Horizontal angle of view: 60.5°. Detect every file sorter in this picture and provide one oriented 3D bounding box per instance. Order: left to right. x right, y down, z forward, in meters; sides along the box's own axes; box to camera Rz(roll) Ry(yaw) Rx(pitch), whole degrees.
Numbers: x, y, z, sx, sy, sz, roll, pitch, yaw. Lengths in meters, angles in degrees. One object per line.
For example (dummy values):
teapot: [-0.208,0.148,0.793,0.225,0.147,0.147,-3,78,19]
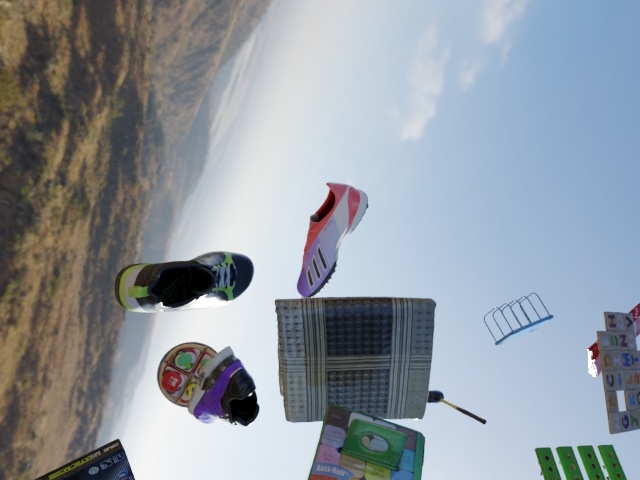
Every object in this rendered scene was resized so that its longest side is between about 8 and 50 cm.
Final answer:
file sorter: [0.641,0.255,1.798,0.104,0.170,0.118,64,-24,23]

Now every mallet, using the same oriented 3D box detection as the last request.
mallet: [0.377,0.472,1.554,0.190,0.062,0.039,17,-89,52]

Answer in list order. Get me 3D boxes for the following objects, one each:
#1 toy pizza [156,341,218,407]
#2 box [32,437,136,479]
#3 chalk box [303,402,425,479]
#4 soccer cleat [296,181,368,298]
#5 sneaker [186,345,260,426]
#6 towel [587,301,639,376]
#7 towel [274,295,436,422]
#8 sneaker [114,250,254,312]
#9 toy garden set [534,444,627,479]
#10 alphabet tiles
toy pizza: [-0.381,0.399,1.620,0.032,0.201,0.201,-157,-92,-81]
box: [-0.504,0.555,1.207,0.045,0.184,0.190,28,-48,48]
chalk box: [0.062,0.410,0.911,0.179,0.180,0.288,-67,172,-54]
soccer cleat: [0.000,0.000,1.384,0.318,0.116,0.108,-62,-150,14]
sneaker: [-0.210,0.371,1.238,0.102,0.146,0.293,-36,159,-38]
towel: [0.774,0.225,1.370,0.275,0.199,0.031,-42,-128,0]
towel: [0.067,0.243,1.109,0.056,0.312,0.324,-92,-179,-60]
sneaker: [-0.166,0.064,0.763,0.097,0.235,0.084,-1,-84,40]
toy garden set: [0.678,0.636,1.406,0.049,0.244,0.203,115,-26,-49]
alphabet tiles: [0.630,0.267,1.130,0.009,0.198,0.237,-17,-110,51]
